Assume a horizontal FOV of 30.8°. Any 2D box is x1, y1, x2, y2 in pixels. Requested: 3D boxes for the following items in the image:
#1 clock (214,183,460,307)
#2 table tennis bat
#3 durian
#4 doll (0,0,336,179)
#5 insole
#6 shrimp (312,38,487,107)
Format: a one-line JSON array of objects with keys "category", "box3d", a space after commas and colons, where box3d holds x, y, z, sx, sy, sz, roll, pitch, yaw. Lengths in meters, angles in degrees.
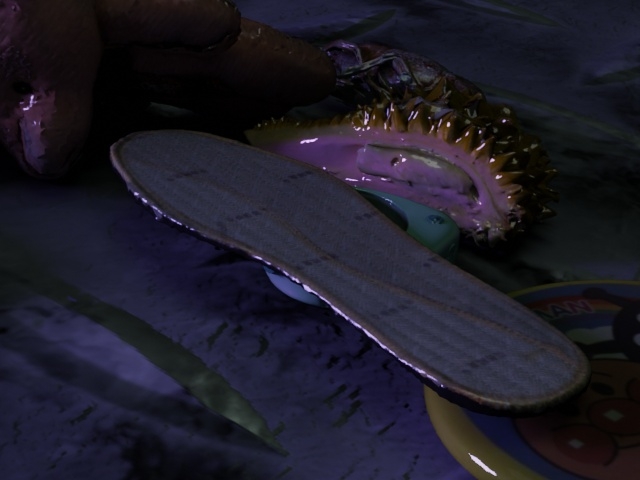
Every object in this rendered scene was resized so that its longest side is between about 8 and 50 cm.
[{"category": "clock", "box3d": [0.008, 0.002, 0.687, 0.135, 0.041, 0.101, 19, 32, 26]}, {"category": "table tennis bat", "box3d": [0.221, 0.096, 0.537, 0.369, 0.054, 0.224, 18, 31, 31]}, {"category": "durian", "box3d": [0.052, -0.070, 0.777, 0.224, 0.078, 0.140, 11, 39, 12]}, {"category": "doll", "box3d": [-0.136, -0.106, 0.804, 0.303, 0.156, 0.201, 12, -20, -27]}, {"category": "insole", "box3d": [0.000, 0.000, 0.634, 0.119, 0.009, 0.348, -18, 36, -35]}, {"category": "shrimp", "box3d": [0.045, -0.119, 0.903, 0.190, 0.074, 0.073, 30, 58, 27]}]
